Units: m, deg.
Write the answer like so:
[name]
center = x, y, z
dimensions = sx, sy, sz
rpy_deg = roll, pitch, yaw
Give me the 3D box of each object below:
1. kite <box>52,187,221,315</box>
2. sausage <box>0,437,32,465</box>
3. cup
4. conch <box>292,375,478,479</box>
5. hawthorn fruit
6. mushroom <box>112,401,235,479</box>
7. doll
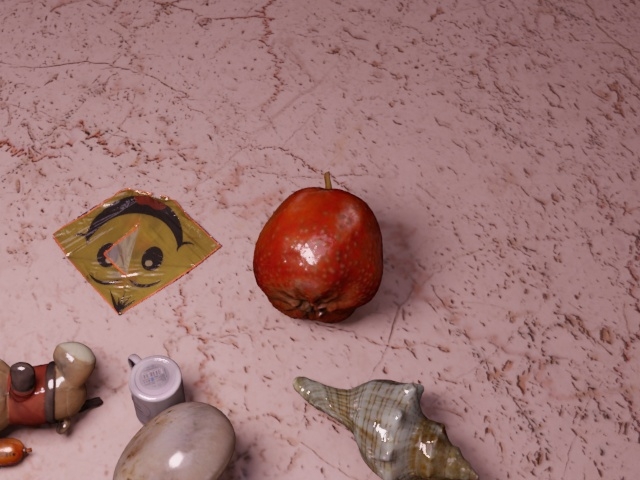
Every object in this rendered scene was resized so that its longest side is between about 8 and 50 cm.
[kite]
center = -0.413, 0.021, 1.753
dimensions = 0.378, 0.013, 0.327
rpy_deg = 7, 57, -1
[sausage]
center = -0.714, 0.395, 1.464
dimensions = 0.348, 0.053, 0.053
rpy_deg = 0, 56, -3
[cup]
center = -0.328, 0.286, 1.511
dimensions = 0.136, 0.133, 0.099
rpy_deg = 19, 54, 9
[conch]
center = 0.130, 0.334, 1.491
dimensions = 0.386, 0.169, 0.203
rpy_deg = 39, 37, 19
[hawthorn fruit]
center = 0.000, 0.000, 1.624
dimensions = 0.287, 0.287, 0.330
rpy_deg = 7, 63, 1
[mushroom]
center = -0.237, 0.419, 1.405
dimensions = 0.244, 0.243, 0.243
rpy_deg = 1, 56, -2
[doll]
center = -0.581, 0.287, 1.469
dimensions = 0.330, 0.235, 0.174
rpy_deg = -6, 91, -16
